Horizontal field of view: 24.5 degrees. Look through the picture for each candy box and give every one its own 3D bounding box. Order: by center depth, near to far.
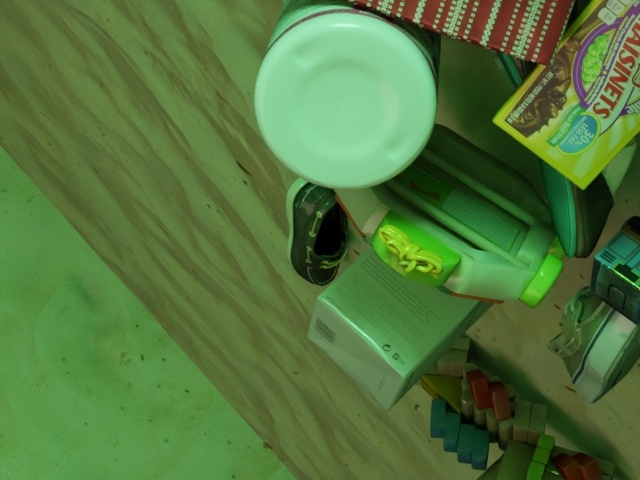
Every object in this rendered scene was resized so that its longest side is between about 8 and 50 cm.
[{"bbox_3d":[0.243,-0.140,1.243,0.105,0.027,0.206,36,132,-2],"label":"candy box"}]

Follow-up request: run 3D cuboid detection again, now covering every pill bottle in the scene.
[{"bbox_3d":[0.033,-0.174,1.382,0.160,0.160,0.283,55,-161,-20],"label":"pill bottle"}]

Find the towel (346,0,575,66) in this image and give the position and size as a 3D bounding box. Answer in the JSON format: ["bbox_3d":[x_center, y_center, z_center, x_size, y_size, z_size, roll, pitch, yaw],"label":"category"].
[{"bbox_3d":[0.089,-0.273,1.200,0.275,0.031,0.199,21,119,11],"label":"towel"}]

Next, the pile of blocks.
[{"bbox_3d":[0.239,0.258,1.979,0.362,0.149,0.113,38,159,25],"label":"pile of blocks"}]

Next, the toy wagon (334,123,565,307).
[{"bbox_3d":[0.116,-0.028,1.467,0.267,0.344,0.068,33,118,5],"label":"toy wagon"}]

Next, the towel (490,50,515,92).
[{"bbox_3d":[0.190,-0.195,1.404,0.113,0.023,0.152,22,148,52],"label":"towel"}]

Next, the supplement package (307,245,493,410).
[{"bbox_3d":[0.119,0.052,1.689,0.134,0.244,0.139,42,159,12],"label":"supplement package"}]

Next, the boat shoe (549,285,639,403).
[{"bbox_3d":[0.304,0.099,1.608,0.094,0.109,0.302,44,163,15],"label":"boat shoe"}]

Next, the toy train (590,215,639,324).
[{"bbox_3d":[0.351,0.048,1.411,0.184,0.105,0.080,38,159,25],"label":"toy train"}]

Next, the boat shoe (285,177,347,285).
[{"bbox_3d":[0.000,0.000,2.080,0.068,0.081,0.228,41,157,29],"label":"boat shoe"}]

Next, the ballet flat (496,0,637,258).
[{"bbox_3d":[0.237,-0.104,1.361,0.095,0.096,0.280,-109,-4,-56],"label":"ballet flat"}]
